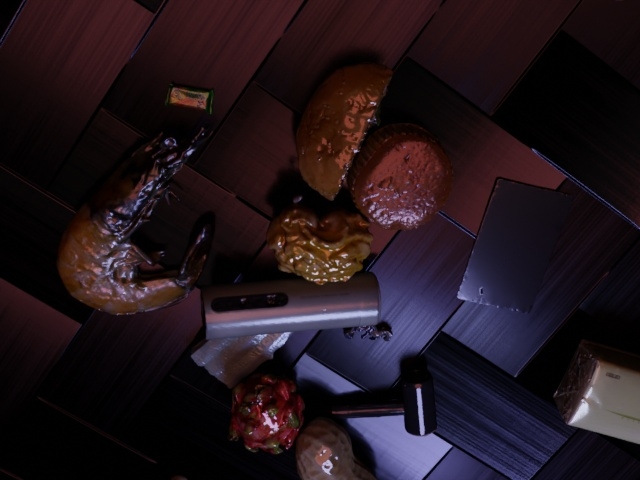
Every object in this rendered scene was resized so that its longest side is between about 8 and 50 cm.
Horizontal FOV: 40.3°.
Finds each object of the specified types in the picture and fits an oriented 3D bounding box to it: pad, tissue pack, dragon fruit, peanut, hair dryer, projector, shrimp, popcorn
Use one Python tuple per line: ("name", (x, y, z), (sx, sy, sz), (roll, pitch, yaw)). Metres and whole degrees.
("pad", (0.382, 0.014, 1.724), (0.159, 0.009, 0.265), (13, 112, -7))
("tissue pack", (0.620, 0.316, 1.785), (0.234, 0.125, 0.159), (17, 109, -8))
("dragon fruit", (-0.114, 0.341, 1.747), (0.166, 0.160, 0.172), (-28, 133, -18))
("peanut", (0.038, 0.499, 1.836), (0.136, 0.120, 0.298), (-23, 115, 21))
("hair dryer", (0.113, 0.338, 1.813), (0.255, 0.070, 0.128), (-3, 111, 4))
("projector", (-0.057, 0.123, 1.660), (0.337, 0.108, 0.108), (-4, 111, -9))
("shrimp", (-0.311, -0.028, 1.644), (0.272, 0.085, 0.445), (31, 110, -19))
("popcorn", (-0.008, 0.008, 1.622), (0.194, 0.140, 0.163), (9, 152, -26))

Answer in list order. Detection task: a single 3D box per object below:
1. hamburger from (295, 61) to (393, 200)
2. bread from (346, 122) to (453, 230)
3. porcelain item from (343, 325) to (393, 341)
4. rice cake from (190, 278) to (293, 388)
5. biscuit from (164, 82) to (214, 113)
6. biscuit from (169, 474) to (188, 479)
("hamburger", (0.033, -0.208, 1.562), (0.130, 0.124, 0.262), (25, 107, -11))
("bread", (0.149, -0.113, 1.613), (0.199, 0.104, 0.199), (-1, 112, -4))
("porcelain item", (0.076, 0.173, 1.766), (0.136, 0.021, 0.075), (41, 109, -15))
("rice cake", (-0.139, 0.189, 1.752), (0.127, 0.043, 0.237), (41, 105, -16))
("biscuit", (-0.238, -0.259, 1.589), (0.089, 0.016, 0.046), (10, 111, -6))
("biscuit", (-0.284, 0.668, 1.931), (0.217, 0.044, 0.325), (-37, 108, 12))
